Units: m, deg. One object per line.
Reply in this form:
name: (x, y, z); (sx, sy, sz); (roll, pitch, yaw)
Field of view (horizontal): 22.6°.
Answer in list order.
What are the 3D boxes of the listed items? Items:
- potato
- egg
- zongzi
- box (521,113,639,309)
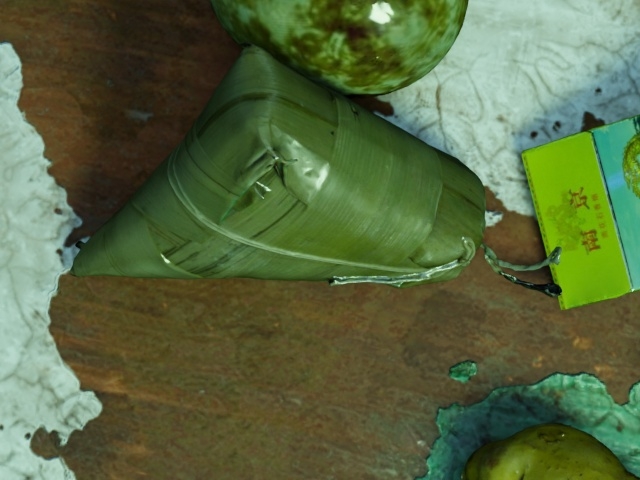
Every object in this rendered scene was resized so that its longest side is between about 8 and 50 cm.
potato: (0.301, 0.354, 1.701); (0.369, 0.176, 0.195); (44, 59, 2)
egg: (0.017, -0.273, 1.738); (0.289, 0.238, 0.238); (2, 83, 19)
zongzi: (0.000, 0.000, 1.780); (0.447, 0.418, 0.181); (25, 46, -29)
box: (0.393, -0.054, 1.722); (0.335, 0.047, 0.187); (-17, 83, 29)
